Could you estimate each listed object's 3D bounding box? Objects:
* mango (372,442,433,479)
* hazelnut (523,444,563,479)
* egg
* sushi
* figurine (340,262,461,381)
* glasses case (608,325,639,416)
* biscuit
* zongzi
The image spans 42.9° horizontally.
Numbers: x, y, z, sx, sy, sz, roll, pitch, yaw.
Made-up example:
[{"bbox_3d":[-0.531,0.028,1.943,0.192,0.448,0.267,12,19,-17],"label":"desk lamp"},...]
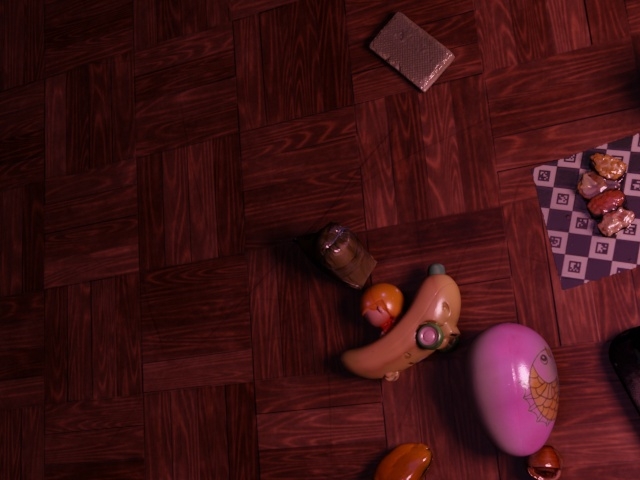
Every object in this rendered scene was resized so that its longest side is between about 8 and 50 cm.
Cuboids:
[{"bbox_3d":[0.181,0.516,1.808,0.159,0.084,0.105,-43,48,-11],"label":"mango"},{"bbox_3d":[0.462,0.464,1.687,0.087,0.086,0.086,-5,77,23],"label":"hazelnut"},{"bbox_3d":[0.398,0.307,1.694,0.197,0.196,0.271,-4,95,23],"label":"egg"},{"bbox_3d":[0.607,-0.069,1.753,0.264,0.050,0.289,-18,73,20],"label":"sushi"},{"bbox_3d":[0.174,0.188,1.856,0.325,0.124,0.222,-35,67,18],"label":"figurine"},{"bbox_3d":[0.688,0.317,1.618,0.122,0.075,0.314,-35,64,24],"label":"glasses case"},{"bbox_3d":[0.224,-0.467,2.013,0.121,0.040,0.199,-48,64,6],"label":"biscuit"},{"bbox_3d":[0.000,0.000,1.919,0.242,0.221,0.112,30,78,28],"label":"zongzi"}]
